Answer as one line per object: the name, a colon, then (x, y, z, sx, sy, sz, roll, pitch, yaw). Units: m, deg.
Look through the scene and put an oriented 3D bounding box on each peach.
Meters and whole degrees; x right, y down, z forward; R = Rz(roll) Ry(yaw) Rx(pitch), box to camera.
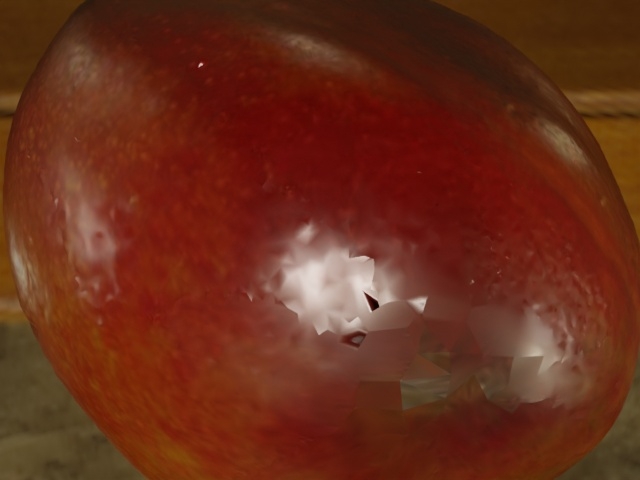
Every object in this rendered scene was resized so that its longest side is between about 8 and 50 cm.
peach: (0.000, 0.000, 0.738, 0.274, 0.245, 0.249, 35, 76, -19)
